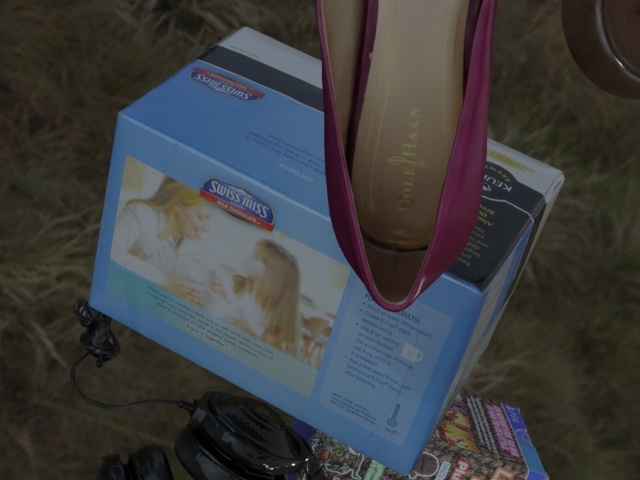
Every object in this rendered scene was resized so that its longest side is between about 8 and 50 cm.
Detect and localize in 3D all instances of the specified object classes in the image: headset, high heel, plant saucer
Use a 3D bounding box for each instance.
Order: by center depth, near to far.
[{"bbox_3d":[0.052,-0.151,0.665,0.181,0.127,0.377,-80,164,-59],"label":"high heel"},{"bbox_3d":[0.266,-0.192,0.922,0.168,0.168,0.029,22,4,-28],"label":"plant saucer"},{"bbox_3d":[-0.146,0.238,1.266,0.394,0.243,0.185,60,-5,-28],"label":"headset"}]

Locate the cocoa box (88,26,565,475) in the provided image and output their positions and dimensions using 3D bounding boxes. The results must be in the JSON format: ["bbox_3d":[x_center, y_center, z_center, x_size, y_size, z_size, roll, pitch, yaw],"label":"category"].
[{"bbox_3d":[0.000,0.000,1.077,0.347,0.231,0.228,26,38,13],"label":"cocoa box"}]

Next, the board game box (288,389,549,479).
[{"bbox_3d":[0.116,0.274,1.519,0.291,0.141,0.232,19,13,-4],"label":"board game box"}]
